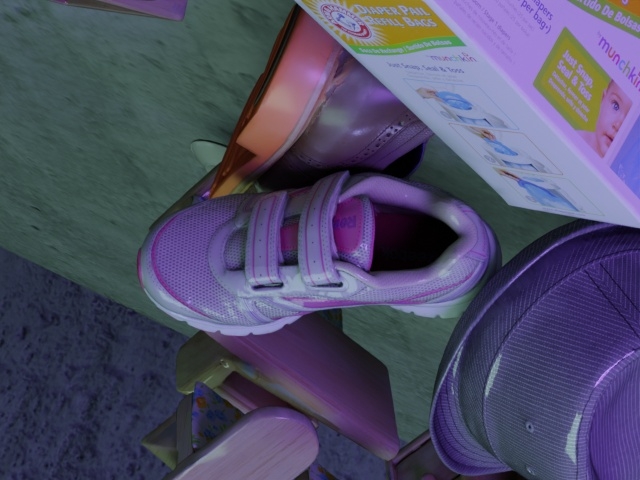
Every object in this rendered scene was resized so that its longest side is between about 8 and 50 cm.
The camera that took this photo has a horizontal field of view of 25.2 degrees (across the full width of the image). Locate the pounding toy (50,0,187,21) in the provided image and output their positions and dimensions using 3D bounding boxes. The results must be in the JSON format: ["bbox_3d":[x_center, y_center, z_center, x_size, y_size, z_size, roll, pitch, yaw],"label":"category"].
[{"bbox_3d":[-0.154,-0.195,0.850,0.206,0.094,0.181,15,-175,44],"label":"pounding toy"}]

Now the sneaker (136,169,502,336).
[{"bbox_3d":[0.000,0.000,0.964,0.252,0.102,0.111,-6,163,-1],"label":"sneaker"}]

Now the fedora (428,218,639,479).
[{"bbox_3d":[0.205,0.111,1.010,0.275,0.244,0.124,89,156,-43],"label":"fedora"}]

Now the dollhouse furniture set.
[{"bbox_3d":[0.068,0.118,1.252,0.394,0.256,0.362,39,-156,-27],"label":"dollhouse furniture set"}]

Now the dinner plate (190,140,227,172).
[{"bbox_3d":[-0.074,-0.059,1.472,0.141,0.017,0.141,27,166,7],"label":"dinner plate"}]

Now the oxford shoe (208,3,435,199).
[{"bbox_3d":[0.001,-0.065,1.068,0.133,0.130,0.364,23,168,-6],"label":"oxford shoe"}]

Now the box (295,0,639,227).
[{"bbox_3d":[0.098,-0.109,0.712,0.203,0.114,0.103,38,165,-36],"label":"box"}]
